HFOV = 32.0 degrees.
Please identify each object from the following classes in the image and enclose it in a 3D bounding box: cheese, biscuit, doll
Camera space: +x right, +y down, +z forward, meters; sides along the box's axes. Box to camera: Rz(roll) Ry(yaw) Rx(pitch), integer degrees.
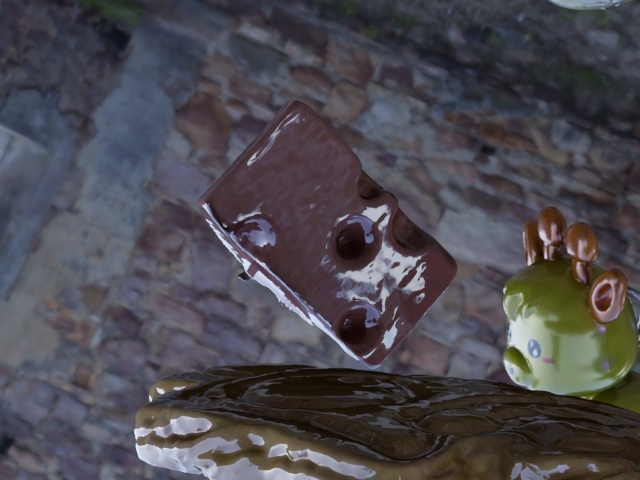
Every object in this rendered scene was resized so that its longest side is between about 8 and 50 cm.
[{"bbox_3d":[-0.020,-0.019,0.907,0.203,0.128,0.177,37,172,40],"label":"cheese"},{"bbox_3d":[0.043,0.101,0.605,0.269,0.051,0.376,4,179,-38],"label":"biscuit"},{"bbox_3d":[0.209,0.081,0.871,0.135,0.221,0.143,-18,-160,-10],"label":"doll"}]

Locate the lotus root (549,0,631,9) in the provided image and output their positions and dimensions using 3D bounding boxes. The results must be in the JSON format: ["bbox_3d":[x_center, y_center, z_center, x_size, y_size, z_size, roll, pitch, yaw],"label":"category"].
[{"bbox_3d":[0.369,-0.383,1.344,0.173,0.309,0.173,50,152,38],"label":"lotus root"}]
